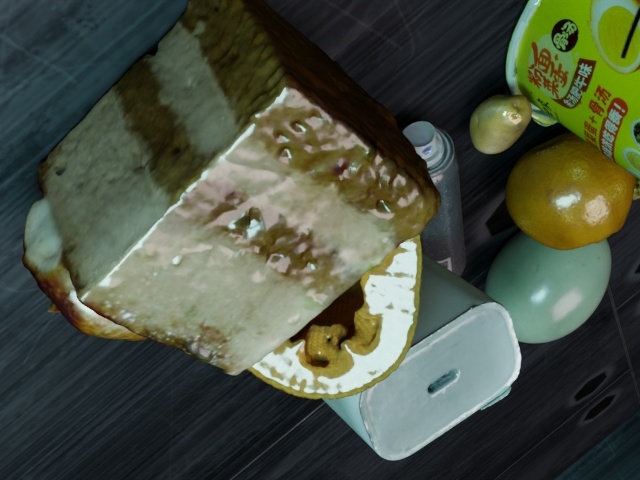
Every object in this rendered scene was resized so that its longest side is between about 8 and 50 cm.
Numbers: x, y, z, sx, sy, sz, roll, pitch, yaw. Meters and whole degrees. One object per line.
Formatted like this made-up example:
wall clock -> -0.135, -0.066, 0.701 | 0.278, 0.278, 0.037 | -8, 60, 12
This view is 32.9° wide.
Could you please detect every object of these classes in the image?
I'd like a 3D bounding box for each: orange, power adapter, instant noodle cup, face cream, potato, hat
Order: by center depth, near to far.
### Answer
hat -> 0.000, 0.000, 1.078 | 0.233, 0.244, 0.233 | -63, 177, 13
instant noodle cup -> 0.377, -0.188, 1.135 | 0.311, 0.221, 0.311 | -27, 149, -18
power adapter -> 0.064, 0.096, 1.170 | 0.187, 0.255, 0.124 | -30, 123, -16
potato -> 0.197, -0.129, 1.177 | 0.068, 0.062, 0.083 | -56, -165, -20
face cream -> 0.120, -0.040, 1.204 | 0.073, 0.073, 0.283 | -34, 151, -9
orange -> 0.304, -0.058, 1.305 | 0.159, 0.136, 0.159 | -29, -174, 3

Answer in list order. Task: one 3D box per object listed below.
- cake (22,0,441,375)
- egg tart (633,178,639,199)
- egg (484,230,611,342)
cake -> -0.082, -0.022, 0.835 | 0.293, 0.196, 0.198 | -44, 134, 12
egg tart -> 0.523, -0.145, 1.469 | 0.294, 0.123, 0.294 | -30, 151, -19
egg -> 0.310, 0.052, 1.476 | 0.192, 0.149, 0.149 | -51, 150, 3
